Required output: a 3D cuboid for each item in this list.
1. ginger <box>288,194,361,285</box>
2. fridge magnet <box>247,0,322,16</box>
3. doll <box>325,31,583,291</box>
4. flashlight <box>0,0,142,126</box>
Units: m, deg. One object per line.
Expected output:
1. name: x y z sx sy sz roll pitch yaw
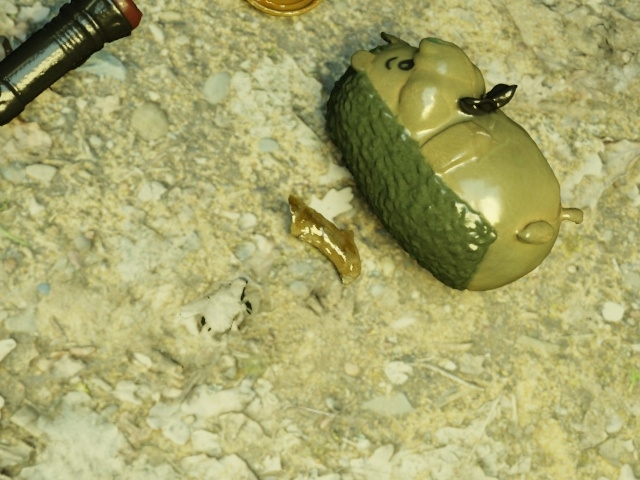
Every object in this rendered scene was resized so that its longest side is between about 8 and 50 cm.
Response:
1. ginger: 0.003 -0.005 1.507 0.137 0.044 0.057 40 30 -9
2. fridge magnet: -0.049 -0.368 1.559 0.143 0.063 0.143 2 82 -11
3. doll: 0.157 -0.106 1.464 0.247 0.247 0.349 -39 74 -15
4. flashlight: -0.334 -0.236 1.473 0.232 0.093 0.093 -44 89 -11
